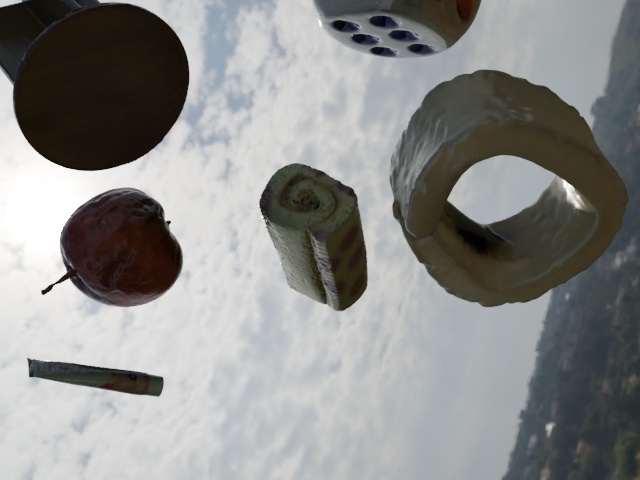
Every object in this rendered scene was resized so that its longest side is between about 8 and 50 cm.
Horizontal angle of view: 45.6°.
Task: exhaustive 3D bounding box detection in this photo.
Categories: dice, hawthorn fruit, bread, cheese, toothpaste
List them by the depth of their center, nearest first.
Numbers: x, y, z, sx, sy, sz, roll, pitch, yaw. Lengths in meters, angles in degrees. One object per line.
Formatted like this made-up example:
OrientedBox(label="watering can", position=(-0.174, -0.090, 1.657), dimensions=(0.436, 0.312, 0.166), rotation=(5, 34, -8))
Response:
OrientedBox(label="cheese", position=(0.249, -0.067, 1.078), dimensions=(0.332, 0.292, 0.153), rotation=(34, -150, -29))
OrientedBox(label="toothpaste", position=(-0.343, 0.209, 1.165), dimensions=(0.205, 0.056, 0.036), rotation=(15, -79, -28))
OrientedBox(label="hawthorn fruit", position=(-0.407, 0.028, 1.447), dimensions=(0.271, 0.242, 0.242), rotation=(-28, -42, -21))
OrientedBox(label="bread", position=(0.000, 0.000, 1.532), dimensions=(0.155, 0.187, 0.338), rotation=(-56, -23, -24))
OrientedBox(label="dice", position=(0.167, -0.578, 1.634), dimensions=(0.277, 0.304, 0.304), rotation=(18, -97, -50))

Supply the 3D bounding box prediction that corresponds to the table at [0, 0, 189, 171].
OrientedBox(label="table", position=(-0.258, -0.197, 0.762), dimensions=(0.167, 0.226, 0.167), rotation=(-25, -41, -25))
